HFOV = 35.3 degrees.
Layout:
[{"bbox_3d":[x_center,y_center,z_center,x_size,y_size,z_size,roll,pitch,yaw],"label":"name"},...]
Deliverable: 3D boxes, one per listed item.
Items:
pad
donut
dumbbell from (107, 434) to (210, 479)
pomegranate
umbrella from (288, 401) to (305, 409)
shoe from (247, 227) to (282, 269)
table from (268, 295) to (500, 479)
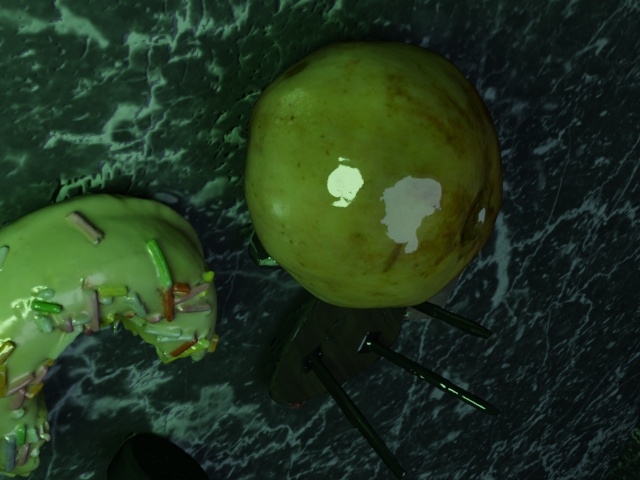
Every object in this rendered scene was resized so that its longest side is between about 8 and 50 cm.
[{"bbox_3d":[0.213,0.060,1.753,0.113,0.006,0.188,3,120,-47],"label":"pad"},{"bbox_3d":[-0.278,0.098,1.132,0.371,0.150,0.307,-32,143,-20],"label":"donut"},{"bbox_3d":[-0.270,0.407,1.448,0.152,0.152,0.218,19,110,-53],"label":"dumbbell"},{"bbox_3d":[0.049,-0.081,1.205,0.338,0.338,0.338,-28,141,-25],"label":"pomegranate"},{"bbox_3d":[-0.035,0.223,1.631,0.027,0.025,0.165,-45,154,-38],"label":"umbrella"},{"bbox_3d":[0.000,0.000,1.391,0.227,0.099,0.112,-27,148,-28],"label":"shoe"},{"bbox_3d":[0.115,0.204,1.542,0.317,0.249,0.317,-33,142,-31],"label":"table"}]
